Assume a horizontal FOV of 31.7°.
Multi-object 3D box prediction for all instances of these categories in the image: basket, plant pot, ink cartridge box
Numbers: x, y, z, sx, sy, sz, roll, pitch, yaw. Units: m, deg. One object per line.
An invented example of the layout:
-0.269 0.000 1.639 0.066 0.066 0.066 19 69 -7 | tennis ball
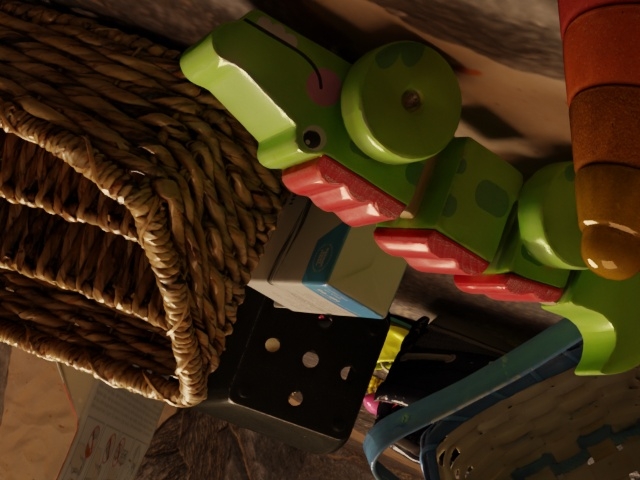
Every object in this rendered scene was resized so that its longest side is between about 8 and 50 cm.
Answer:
0.199 0.175 0.925 0.289 0.254 0.201 52 -168 -38 | basket
-0.031 0.111 1.135 0.188 0.188 0.167 22 174 -12 | plant pot
0.000 0.000 0.887 0.060 0.104 0.180 29 165 -26 | ink cartridge box
-0.202 -0.033 0.839 0.299 0.223 0.213 17 166 27 | basket
-0.211 0.119 1.090 0.091 0.385 0.308 20 166 7 | ink cartridge box

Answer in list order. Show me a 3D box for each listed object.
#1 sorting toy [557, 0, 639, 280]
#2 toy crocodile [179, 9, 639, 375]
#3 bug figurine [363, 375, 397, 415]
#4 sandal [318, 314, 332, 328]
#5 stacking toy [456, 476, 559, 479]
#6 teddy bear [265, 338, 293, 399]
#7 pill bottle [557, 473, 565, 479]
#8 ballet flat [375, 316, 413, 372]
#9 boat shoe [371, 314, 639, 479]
0.232 0.013 0.515 0.365 0.126 0.127 30 165 -26 | sorting toy
0.069 -0.026 0.670 0.340 0.105 0.115 29 165 -24 | toy crocodile
0.181 0.286 1.781 0.216 0.072 0.279 29 166 -23 | bug figurine
-0.007 0.106 1.480 0.179 0.040 0.067 3 167 17 | sandal
0.195 0.254 1.326 0.141 0.141 0.330 24 -166 -6 | stacking toy
-0.177 0.141 1.786 0.338 0.113 0.245 24 162 31 | teddy bear
0.397 0.299 1.300 0.264 0.153 0.153 27 166 -19 | pill bottle
0.155 0.154 1.292 0.231 0.077 0.077 17 165 23 | ballet flat
0.210 0.194 1.116 0.340 0.158 0.127 17 124 25 | boat shoe
